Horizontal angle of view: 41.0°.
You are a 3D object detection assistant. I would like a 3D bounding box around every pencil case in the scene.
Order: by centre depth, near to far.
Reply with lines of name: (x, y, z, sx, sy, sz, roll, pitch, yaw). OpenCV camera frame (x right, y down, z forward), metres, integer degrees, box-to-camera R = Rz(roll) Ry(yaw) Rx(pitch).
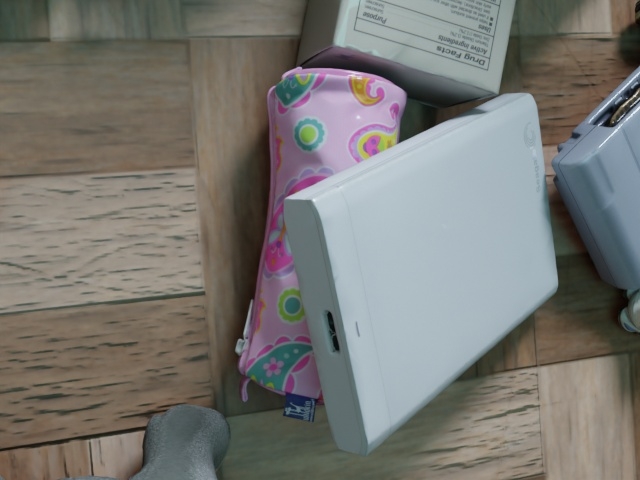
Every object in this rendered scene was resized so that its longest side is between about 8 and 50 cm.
pencil case: (0.000, 0.000, 0.725, 0.124, 0.124, 0.284, 7, 91, -19)

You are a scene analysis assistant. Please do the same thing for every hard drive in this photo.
hard drive: (0.102, 0.012, 0.716, 0.308, 0.040, 0.203, -28, 114, -43)

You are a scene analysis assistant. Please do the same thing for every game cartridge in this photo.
game cartridge: (0.370, -0.098, 0.860, 0.297, 0.062, 0.198, -43, 117, -13)

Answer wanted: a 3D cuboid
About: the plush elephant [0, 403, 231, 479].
plush elephant: (-0.163, 0.302, 0.614, 0.272, 0.330, 0.255, -3, 111, -26)

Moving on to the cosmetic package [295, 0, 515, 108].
cosmetic package: (0.093, -0.288, 0.752, 0.160, 0.113, 0.309, 13, 88, -19)

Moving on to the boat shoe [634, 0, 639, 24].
boat shoe: (0.383, -0.260, 0.889, 0.152, 0.056, 0.049, -17, 89, -25)

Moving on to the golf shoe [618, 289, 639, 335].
golf shoe: (0.399, 0.085, 0.884, 0.176, 0.086, 0.069, 7, 87, -21)
